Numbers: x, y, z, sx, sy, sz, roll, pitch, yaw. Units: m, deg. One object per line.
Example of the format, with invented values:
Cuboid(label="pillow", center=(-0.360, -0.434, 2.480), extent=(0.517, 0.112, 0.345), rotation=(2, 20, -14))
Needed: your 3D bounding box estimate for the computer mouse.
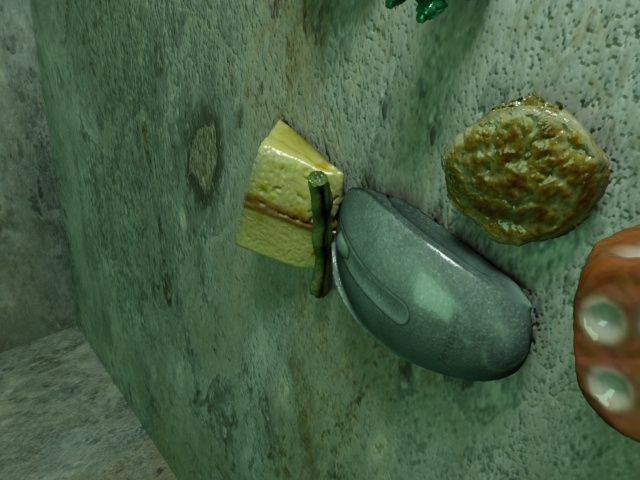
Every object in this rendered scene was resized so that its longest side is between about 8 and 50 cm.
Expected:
Cuboid(label="computer mouse", center=(0.121, 0.057, 0.788), extent=(0.374, 0.114, 0.203), rotation=(36, 133, 38))

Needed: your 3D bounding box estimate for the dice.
Cuboid(label="dice", center=(0.335, 0.082, 0.476), extent=(0.175, 0.179, 0.174), rotation=(4, 110, 48))

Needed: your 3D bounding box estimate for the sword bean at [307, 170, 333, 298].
Cuboid(label="sword bean", center=(0.000, 0.000, 0.936), extent=(0.038, 0.043, 0.269), rotation=(-119, 21, -44))

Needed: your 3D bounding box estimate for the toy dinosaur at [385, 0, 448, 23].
Cuboid(label="toy dinosaur", center=(0.096, -0.297, 0.564), extent=(0.094, 0.259, 0.153), rotation=(39, 161, 37))

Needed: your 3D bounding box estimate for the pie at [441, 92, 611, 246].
Cuboid(label="pie", center=(0.224, -0.074, 0.626), extent=(0.193, 0.079, 0.163), rotation=(-20, 98, 54))

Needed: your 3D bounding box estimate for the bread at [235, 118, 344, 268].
Cuboid(label="bread", center=(-0.039, -0.072, 1.003), extent=(0.178, 0.135, 0.240), rotation=(22, 130, 4))
